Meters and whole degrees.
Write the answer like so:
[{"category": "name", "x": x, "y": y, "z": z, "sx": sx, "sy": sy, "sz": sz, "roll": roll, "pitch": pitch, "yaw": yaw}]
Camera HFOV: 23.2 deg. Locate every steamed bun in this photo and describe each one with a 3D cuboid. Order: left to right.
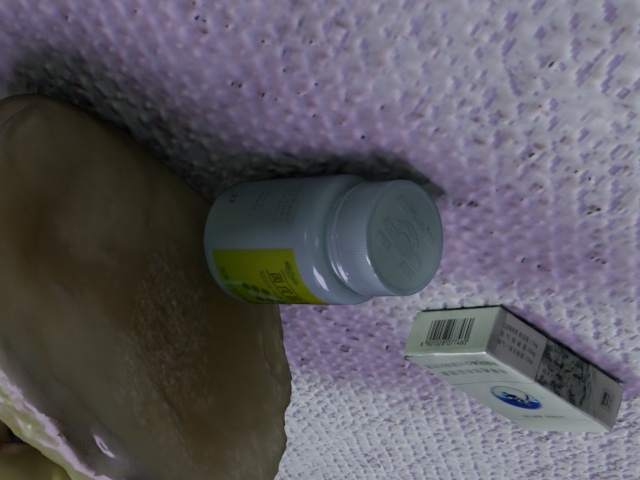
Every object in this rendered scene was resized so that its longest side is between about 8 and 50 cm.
[{"category": "steamed bun", "x": -0.115, "y": 0.050, "z": 0.592, "sx": 0.155, "sy": 0.141, "sz": 0.172, "roll": -26, "pitch": 121, "yaw": 31}]

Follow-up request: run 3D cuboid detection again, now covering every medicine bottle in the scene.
[{"category": "medicine bottle", "x": 0.000, "y": 0.000, "z": 0.560, "sx": 0.083, "sy": 0.047, "sz": 0.047, "roll": 0, "pitch": 153, "yaw": 46}]

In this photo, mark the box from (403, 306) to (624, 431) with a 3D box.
[{"category": "box", "x": 0.084, "y": 0.056, "z": 0.672, "sx": 0.083, "sy": 0.024, "sz": 0.054, "roll": 33, "pitch": 155, "yaw": -31}]
